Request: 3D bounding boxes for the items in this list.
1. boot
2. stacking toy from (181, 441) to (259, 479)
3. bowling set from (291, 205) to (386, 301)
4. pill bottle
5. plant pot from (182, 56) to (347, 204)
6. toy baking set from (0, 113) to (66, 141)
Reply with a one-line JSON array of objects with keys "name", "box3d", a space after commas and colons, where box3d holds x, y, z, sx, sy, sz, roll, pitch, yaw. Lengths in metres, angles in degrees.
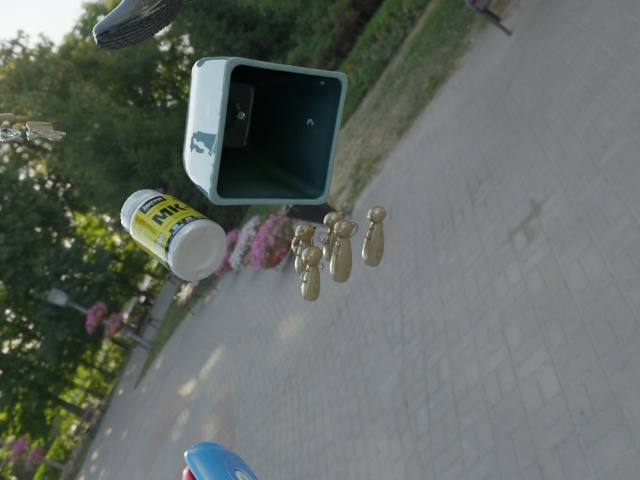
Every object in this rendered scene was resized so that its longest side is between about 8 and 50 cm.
[{"name": "boot", "box3d": [-0.382, -0.577, 1.374, 0.338, 0.222, 0.118, -35, 3, -6]}, {"name": "stacking toy", "box3d": [-0.220, 0.482, 1.008, 0.302, 0.175, 0.166, -47, 57, 0]}, {"name": "bowling set", "box3d": [0.000, 0.000, 1.472, 0.287, 0.200, 0.154, -28, -50, -44]}, {"name": "pill bottle", "box3d": [-0.280, -0.017, 1.206, 0.209, 0.119, 0.119, 28, 88, 39]}, {"name": "plant pot", "box3d": [-0.136, -0.220, 1.213, 0.252, 0.248, 0.246, 31, 116, 49]}, {"name": "toy baking set", "box3d": [-0.726, -0.267, 1.516, 0.256, 0.197, 0.030, -18, -58, -55]}]
